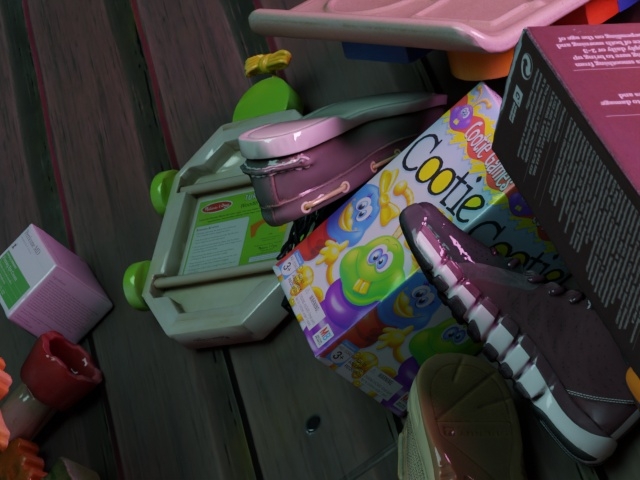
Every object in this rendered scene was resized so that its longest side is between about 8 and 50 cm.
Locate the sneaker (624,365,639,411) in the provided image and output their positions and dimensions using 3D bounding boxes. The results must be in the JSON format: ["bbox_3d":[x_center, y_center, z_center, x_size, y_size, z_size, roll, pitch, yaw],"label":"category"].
[{"bbox_3d":[0.292,0.232,1.579,0.180,0.124,0.321,-43,41,9],"label":"sneaker"}]

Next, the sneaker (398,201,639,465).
[{"bbox_3d":[0.206,0.046,1.745,0.162,0.281,0.106,-39,-2,-1],"label":"sneaker"}]

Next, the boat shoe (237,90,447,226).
[{"bbox_3d":[0.030,-0.089,1.977,0.109,0.305,0.091,-2,102,37],"label":"boat shoe"}]

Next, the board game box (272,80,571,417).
[{"bbox_3d":[0.115,0.010,1.890,0.275,0.142,0.144,-42,42,12],"label":"board game box"}]

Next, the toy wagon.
[{"bbox_3d":[-0.075,-0.049,2.167,0.267,0.068,0.344,-9,55,38],"label":"toy wagon"}]

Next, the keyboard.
[{"bbox_3d":[0.000,0.000,2.018,0.038,0.100,0.192,-8,47,40],"label":"keyboard"}]

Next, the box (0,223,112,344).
[{"bbox_3d":[-0.313,0.057,2.285,0.087,0.102,0.101,-45,40,5],"label":"box"}]

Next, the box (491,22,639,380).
[{"bbox_3d":[0.306,-0.022,1.627,0.381,0.191,0.143,-117,30,-47],"label":"box"}]

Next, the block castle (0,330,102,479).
[{"bbox_3d":[-0.312,0.223,2.015,0.213,0.303,0.453,-49,40,14],"label":"block castle"}]

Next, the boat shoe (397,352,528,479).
[{"bbox_3d":[0.132,0.263,1.732,0.110,0.121,0.341,113,161,-46],"label":"boat shoe"}]

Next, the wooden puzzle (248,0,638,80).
[{"bbox_3d":[0.155,-0.236,1.970,0.348,0.080,0.322,-27,25,-37],"label":"wooden puzzle"}]
